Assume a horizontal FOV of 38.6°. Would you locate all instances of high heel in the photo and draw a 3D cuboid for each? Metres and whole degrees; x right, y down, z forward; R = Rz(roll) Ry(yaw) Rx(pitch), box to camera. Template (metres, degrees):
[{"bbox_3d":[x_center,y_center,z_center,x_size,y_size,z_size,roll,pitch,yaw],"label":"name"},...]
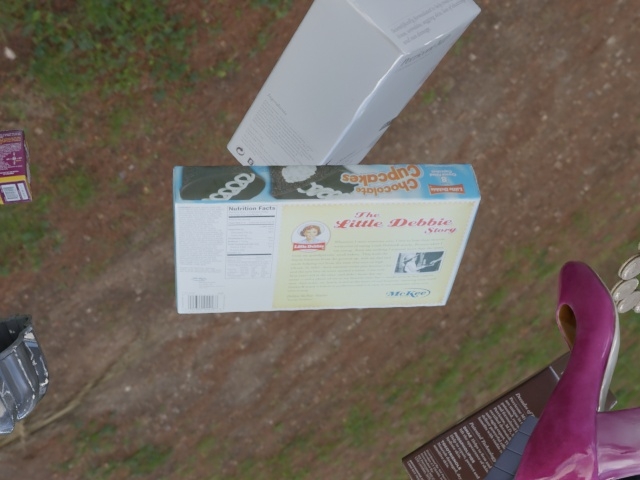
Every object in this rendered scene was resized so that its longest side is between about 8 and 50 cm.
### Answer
[{"bbox_3d":[0.207,0.111,0.797,0.117,0.244,0.082,-10,135,7],"label":"high heel"}]

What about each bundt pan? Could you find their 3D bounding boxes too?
[{"bbox_3d":[-0.564,0.253,1.410,0.331,0.124,0.331,-24,-164,7],"label":"bundt pan"}]

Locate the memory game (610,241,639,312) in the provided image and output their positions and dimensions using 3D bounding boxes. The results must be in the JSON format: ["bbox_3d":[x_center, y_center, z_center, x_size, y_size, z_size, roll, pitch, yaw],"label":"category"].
[{"bbox_3d":[0.417,0.018,1.076,0.186,0.012,0.186,-22,141,-19],"label":"memory game"}]

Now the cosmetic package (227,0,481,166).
[{"bbox_3d":[0.039,-0.238,1.373,0.217,0.156,0.385,-37,173,-40],"label":"cosmetic package"}]

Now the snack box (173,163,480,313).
[{"bbox_3d":[0.000,0.000,1.016,0.322,0.060,0.187,-1,139,-9],"label":"snack box"}]

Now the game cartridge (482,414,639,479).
[{"bbox_3d":[0.395,0.408,1.390,0.068,0.355,0.230,44,74,-30],"label":"game cartridge"}]

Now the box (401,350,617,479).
[{"bbox_3d":[0.361,0.370,1.765,0.381,0.143,0.191,-38,166,28],"label":"box"}]

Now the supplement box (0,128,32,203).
[{"bbox_3d":[-0.411,-0.098,1.216,0.043,0.083,0.055,-7,153,-10],"label":"supplement box"}]
